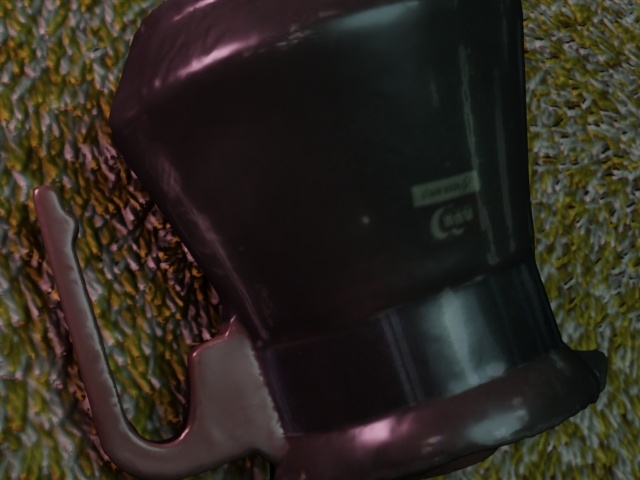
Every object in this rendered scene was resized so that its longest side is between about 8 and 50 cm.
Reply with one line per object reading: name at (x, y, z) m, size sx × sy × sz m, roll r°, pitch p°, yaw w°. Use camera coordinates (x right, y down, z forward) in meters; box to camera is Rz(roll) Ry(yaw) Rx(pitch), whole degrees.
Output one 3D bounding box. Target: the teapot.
teapot at (0.000, 0.000, 0.936) m, size 0.376 × 0.305 × 0.361 m, roll -18°, pitch 87°, yaw -10°
